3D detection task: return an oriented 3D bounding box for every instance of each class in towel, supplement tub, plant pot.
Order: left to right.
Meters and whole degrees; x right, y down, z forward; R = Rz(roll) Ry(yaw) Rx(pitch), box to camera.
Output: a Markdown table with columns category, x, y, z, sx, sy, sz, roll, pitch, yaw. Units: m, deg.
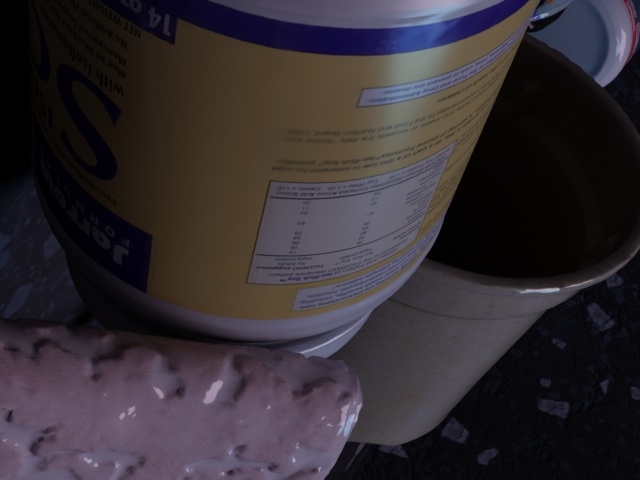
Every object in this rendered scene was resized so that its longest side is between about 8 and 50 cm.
| category | x | y | z | sx | sy | sz | roll | pitch | yaw |
| --- | --- | --- | --- | --- | --- | --- | --- | --- | --- |
| towel | -0.182 | 0.165 | 0.615 | 0.317 | 0.332 | 0.053 | -64 | -150 | 31 |
| supplement tub | -0.028 | -0.097 | 0.586 | 0.241 | 0.241 | 0.331 | -47 | 164 | -36 |
| plant pot | 0.069 | 0.008 | 0.991 | 0.334 | 0.334 | 0.305 | -44 | 163 | -43 |
| supplement tub | 0.381 | -0.336 | 1.587 | 0.272 | 0.191 | 0.191 | -44 | 162 | -42 |

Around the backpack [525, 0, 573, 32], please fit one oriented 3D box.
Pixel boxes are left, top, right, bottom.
| category | x | y | z | sx | sy | sz | roll | pitch | yaw |
| --- | --- | --- | --- | --- | --- | --- | --- | --- | --- |
| backpack | 0.267 | -0.341 | 1.339 | 0.152 | 0.115 | 0.182 | -44 | 160 | -34 |
